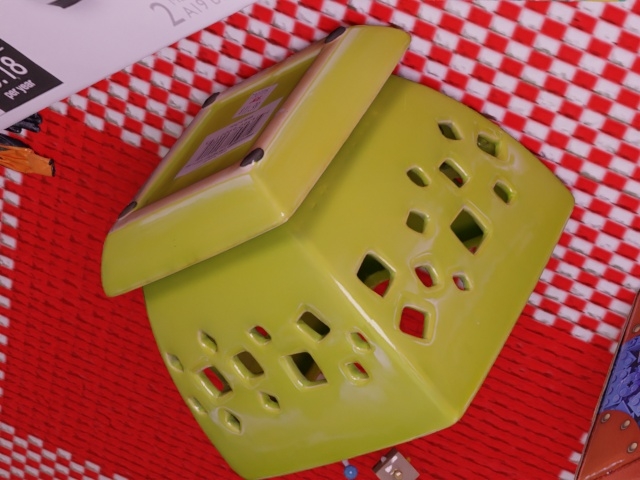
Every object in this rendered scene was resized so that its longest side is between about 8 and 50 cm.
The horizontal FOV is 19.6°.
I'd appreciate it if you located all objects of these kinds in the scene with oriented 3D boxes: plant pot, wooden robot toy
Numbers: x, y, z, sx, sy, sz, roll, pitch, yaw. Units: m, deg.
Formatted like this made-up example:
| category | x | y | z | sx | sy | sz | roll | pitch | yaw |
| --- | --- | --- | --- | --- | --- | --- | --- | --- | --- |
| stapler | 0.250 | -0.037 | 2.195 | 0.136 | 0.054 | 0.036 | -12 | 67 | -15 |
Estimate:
| category | x | y | z | sx | sy | sz | roll | pitch | yaw |
| --- | --- | --- | --- | --- | --- | --- | --- | --- | --- |
| plant pot | 0.000 | 0.000 | 1.255 | 0.228 | 0.227 | 0.207 | -21 | 116 | 45 |
| wooden robot toy | 0.007 | 0.146 | 1.569 | 0.173 | 0.076 | 0.079 | 30 | 178 | -5 |

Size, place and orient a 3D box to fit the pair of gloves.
| category | x | y | z | sx | sy | sz | roll | pitch | yaw |
| --- | --- | --- | --- | --- | --- | --- | --- | --- | --- |
| pair of gloves | -0.247 | -0.086 | 1.470 | 0.074 | 0.010 | 0.083 | 14 | 139 | 18 |

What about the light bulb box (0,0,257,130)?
| category | x | y | z | sx | sy | sz | roll | pitch | yaw |
| --- | --- | --- | --- | --- | --- | --- | --- | --- | --- |
| light bulb box | -0.212 | -0.272 | 0.992 | 0.361 | 0.225 | 0.358 | 36 | 149 | -25 |

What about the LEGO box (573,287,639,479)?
| category | x | y | z | sx | sy | sz | roll | pitch | yaw |
| --- | --- | --- | --- | --- | --- | --- | --- | --- | --- |
| LEGO box | 0.480 | 0.202 | 1.221 | 0.500 | 0.193 | 0.372 | 43 | 140 | -20 |
